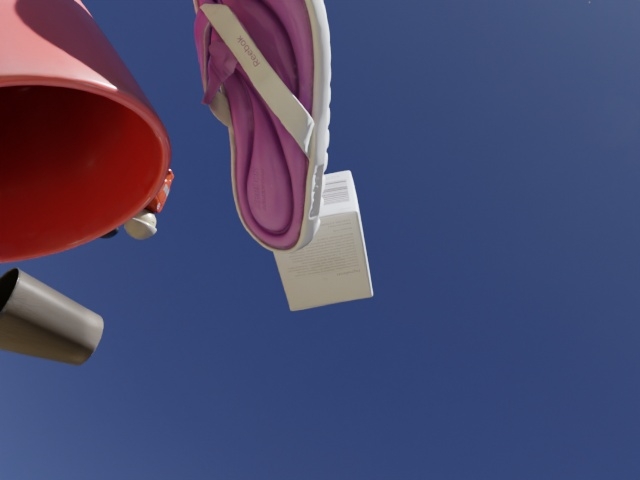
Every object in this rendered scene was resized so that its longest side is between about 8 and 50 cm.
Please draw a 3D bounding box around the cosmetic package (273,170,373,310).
[{"bbox_3d":[0.000,0.000,0.966,0.152,0.151,0.183,-10,-58,4],"label":"cosmetic package"}]

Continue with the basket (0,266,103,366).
[{"bbox_3d":[-0.625,0.188,1.226,0.204,0.154,0.227,-40,-49,16],"label":"basket"}]

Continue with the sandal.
[{"bbox_3d":[-0.073,-0.155,0.598,0.170,0.102,0.415,11,-56,33],"label":"sandal"}]

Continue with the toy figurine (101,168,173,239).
[{"bbox_3d":[-0.408,-0.097,1.019,0.213,0.210,0.148,5,-110,40],"label":"toy figurine"}]

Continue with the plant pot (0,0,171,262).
[{"bbox_3d":[-0.318,-0.146,0.541,0.275,0.275,0.243,-41,-115,33],"label":"plant pot"}]
